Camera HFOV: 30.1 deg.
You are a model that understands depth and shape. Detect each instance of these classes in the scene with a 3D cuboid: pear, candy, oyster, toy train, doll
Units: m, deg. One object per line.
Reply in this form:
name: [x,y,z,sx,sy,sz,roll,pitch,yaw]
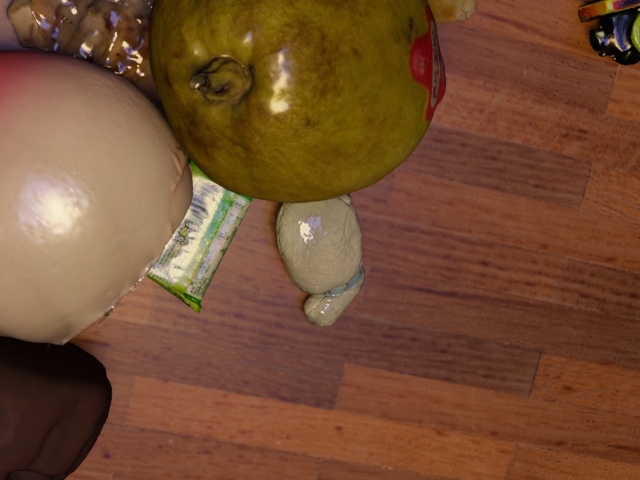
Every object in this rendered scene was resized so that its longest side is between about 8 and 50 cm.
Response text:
pear: [-0.036,-0.171,1.156,0.287,0.375,0.287,5,104,20]
candy: [-0.144,-0.013,1.390,0.102,0.032,0.178,26,92,-19]
oyster: [-0.182,-0.321,1.266,0.354,0.107,0.201,-45,82,-3]
toy train: [0.455,-0.309,1.439,0.296,0.100,0.160,-15,95,-9]
doll: [0.000,0.000,1.403,0.104,0.071,0.214,-15,106,-9]

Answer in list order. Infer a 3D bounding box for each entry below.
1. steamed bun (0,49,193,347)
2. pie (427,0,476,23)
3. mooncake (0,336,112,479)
steamed bun: [-0.301,-0.067,1.208,0.309,0.309,0.309,-2,100,-12]
pie: [0.012,-0.263,1.358,0.338,0.075,0.337,-2,100,-12]
mooncake: [-0.365,0.159,1.245,0.283,0.283,0.141,22,90,-15]
